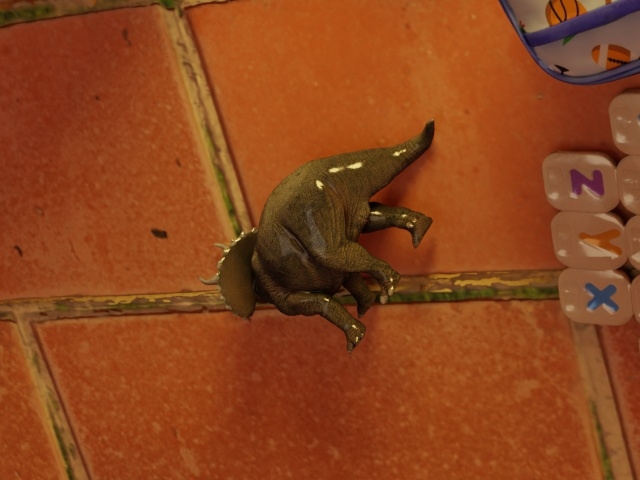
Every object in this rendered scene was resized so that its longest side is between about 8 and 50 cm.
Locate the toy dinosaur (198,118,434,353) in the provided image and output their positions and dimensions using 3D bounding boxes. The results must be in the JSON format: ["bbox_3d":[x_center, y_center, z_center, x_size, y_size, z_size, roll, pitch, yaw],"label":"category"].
[{"bbox_3d":[0.000,0.000,1.687,0.160,0.121,0.313,31,133,-5],"label":"toy dinosaur"}]

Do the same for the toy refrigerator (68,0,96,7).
[{"bbox_3d":[-0.260,-0.314,1.573,0.094,0.102,0.269,17,165,22],"label":"toy refrigerator"}]

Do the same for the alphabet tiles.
[{"bbox_3d":[0.331,0.002,1.557,0.278,0.021,0.284,3,117,29],"label":"alphabet tiles"}]

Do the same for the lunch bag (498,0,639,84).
[{"bbox_3d":[0.238,-0.236,1.257,0.303,0.115,0.243,-14,109,51],"label":"lunch bag"}]
